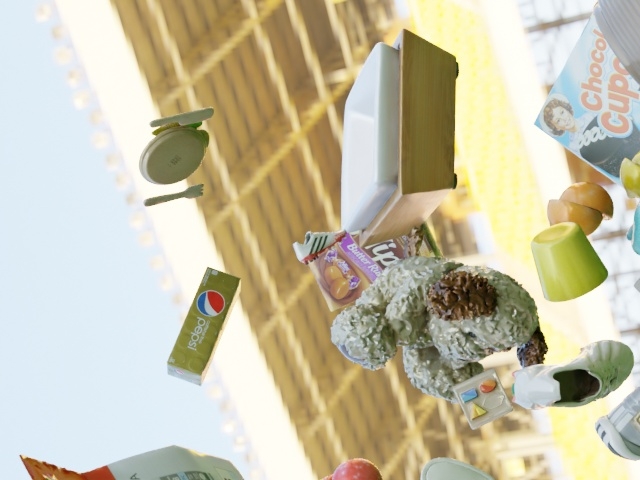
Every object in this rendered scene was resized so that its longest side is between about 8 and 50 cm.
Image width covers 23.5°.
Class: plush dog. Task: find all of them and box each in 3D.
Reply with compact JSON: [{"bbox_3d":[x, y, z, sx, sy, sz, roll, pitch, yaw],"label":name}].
[{"bbox_3d":[0.177,0.089,1.968,0.262,0.225,0.211,28,-107,-44],"label":"plush dog"}]

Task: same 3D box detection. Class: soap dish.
[{"bbox_3d":[0.107,-0.132,2.123,0.291,0.118,0.229,124,149,-73],"label":"soap dish"}]

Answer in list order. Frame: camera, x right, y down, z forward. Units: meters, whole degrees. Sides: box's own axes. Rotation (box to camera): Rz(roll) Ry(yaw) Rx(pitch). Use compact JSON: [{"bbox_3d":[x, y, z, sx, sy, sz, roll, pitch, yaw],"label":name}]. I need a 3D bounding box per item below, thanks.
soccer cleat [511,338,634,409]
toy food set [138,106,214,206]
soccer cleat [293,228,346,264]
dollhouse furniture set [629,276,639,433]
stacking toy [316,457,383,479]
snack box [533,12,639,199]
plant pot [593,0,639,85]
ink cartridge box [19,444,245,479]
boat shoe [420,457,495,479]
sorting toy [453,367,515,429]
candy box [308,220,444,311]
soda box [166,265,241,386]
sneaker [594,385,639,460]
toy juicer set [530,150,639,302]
[{"bbox_3d":[0.294,0.153,1.701,0.196,0.076,0.068,-10,-83,-41],"label":"soccer cleat"},{"bbox_3d":[-0.246,-0.146,2.579,0.038,0.132,0.192,54,146,38],"label":"toy food set"},{"bbox_3d":[0.000,0.000,1.968,0.083,0.029,0.036,-33,-89,-33],"label":"soccer cleat"},{"bbox_3d":[0.394,0.109,1.688,0.101,0.182,0.161,12,-147,-53],"label":"dollhouse furniture set"},{"bbox_3d":[0.001,0.481,2.720,0.141,0.330,0.141,17,-128,-23],"label":"stacking toy"},{"bbox_3d":[0.420,-0.228,1.948,0.060,0.187,0.322,-29,-30,-50],"label":"snack box"},{"bbox_3d":[0.353,-0.218,1.550,0.237,0.109,0.237,42,-154,-26],"label":"plant pot"},{"bbox_3d":[-0.149,0.368,1.807,0.308,0.091,0.385,52,-170,30],"label":"ink cartridge box"},{"bbox_3d":[0.299,0.495,2.686,0.116,0.319,0.099,-58,2,-25],"label":"boat shoe"},{"bbox_3d":[0.211,0.188,1.888,0.062,0.083,0.012,66,-173,23],"label":"sorting toy"},{"bbox_3d":[0.077,0.018,2.307,0.109,0.186,0.053,64,-163,-1],"label":"candy box"},{"bbox_3d":[-0.187,0.138,2.480,0.058,0.061,0.181,100,-169,-66],"label":"soda box"},{"bbox_3d":[0.470,0.231,1.983,0.228,0.132,0.086,15,-150,-39],"label":"sneaker"},{"bbox_3d":[0.376,-0.039,1.556,0.089,0.329,0.209,64,-161,-16],"label":"toy juicer set"}]
